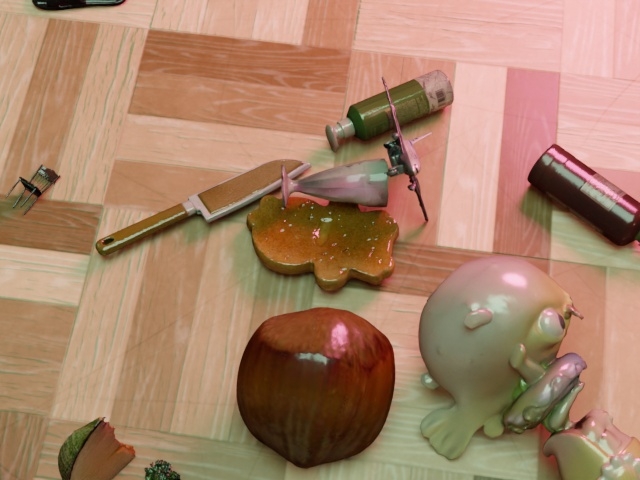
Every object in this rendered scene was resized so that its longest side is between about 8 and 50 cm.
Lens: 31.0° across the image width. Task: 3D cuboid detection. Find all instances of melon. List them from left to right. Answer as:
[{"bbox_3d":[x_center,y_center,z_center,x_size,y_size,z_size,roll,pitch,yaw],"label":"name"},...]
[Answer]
[{"bbox_3d":[-0.294,0.273,1.468,0.098,0.182,0.054,-31,67,-10],"label":"melon"}]

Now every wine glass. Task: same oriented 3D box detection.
[{"bbox_3d":[0.021,-0.079,1.676,0.155,0.073,0.073,-4,63,0],"label":"wine glass"}]

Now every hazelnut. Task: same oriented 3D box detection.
[{"bbox_3d":[-0.002,0.187,1.507,0.210,0.186,0.210,9,53,-12],"label":"hazelnut"}]

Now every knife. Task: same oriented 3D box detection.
[{"bbox_3d":[-0.168,-0.048,1.712,0.343,0.027,0.061,-26,49,-15],"label":"knife"}]

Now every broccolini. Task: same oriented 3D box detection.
[{"bbox_3d":[-0.248,0.396,1.486,0.054,0.051,0.239,23,72,5],"label":"broccolini"}]

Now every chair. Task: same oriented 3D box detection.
[{"bbox_3d":[-0.430,-0.083,1.727,0.037,0.042,0.086,30,68,11],"label":"chair"}]

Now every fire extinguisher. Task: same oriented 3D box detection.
[{"bbox_3d":[0.421,-0.055,1.693,0.231,0.071,0.099,37,41,17],"label":"fire extinguisher"}]

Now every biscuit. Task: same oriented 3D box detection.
[{"bbox_3d":[0.000,0.000,1.683,0.225,0.036,0.166,6,56,4],"label":"biscuit"}]

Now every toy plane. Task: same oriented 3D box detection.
[{"bbox_3d":[0.123,-0.121,1.647,0.058,0.226,0.226,-15,105,15],"label":"toy plane"}]

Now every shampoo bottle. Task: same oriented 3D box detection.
[{"bbox_3d":[0.102,-0.196,1.768,0.204,0.065,0.065,-24,65,-13],"label":"shampoo bottle"}]

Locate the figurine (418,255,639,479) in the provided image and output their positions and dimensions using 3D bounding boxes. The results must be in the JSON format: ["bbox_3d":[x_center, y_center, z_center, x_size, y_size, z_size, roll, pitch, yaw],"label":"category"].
[{"bbox_3d":[0.276,0.218,1.516,0.274,0.226,0.394,-44,80,13],"label":"figurine"}]

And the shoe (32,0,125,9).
[{"bbox_3d":[-0.395,-0.415,1.892,0.159,0.053,0.062,0,66,-2],"label":"shoe"}]
